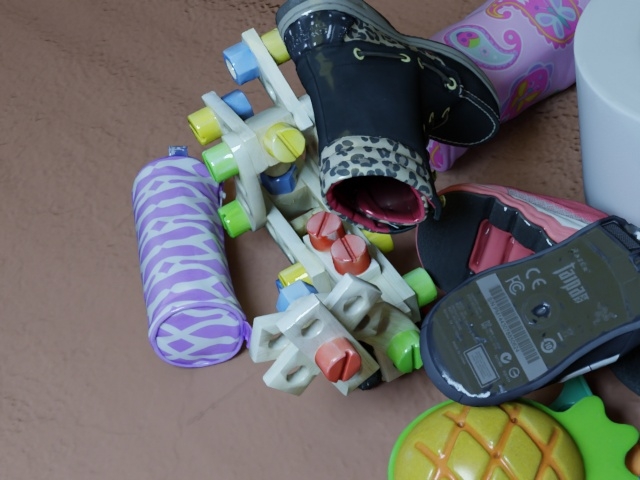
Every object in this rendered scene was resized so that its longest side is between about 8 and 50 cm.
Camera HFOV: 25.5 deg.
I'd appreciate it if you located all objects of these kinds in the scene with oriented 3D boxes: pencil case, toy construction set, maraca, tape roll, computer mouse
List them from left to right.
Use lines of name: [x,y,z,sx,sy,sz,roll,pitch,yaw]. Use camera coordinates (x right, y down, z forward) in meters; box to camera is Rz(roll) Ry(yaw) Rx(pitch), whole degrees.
pencil case: [-0.115,0.015,1.237,0.088,0.086,0.206,3,45,-15]
toy construction set: [0.000,0.000,1.125,0.151,0.215,0.327,-17,45,-1]
pencil case: [0.177,-0.178,1.319,0.284,0.124,0.124,-34,48,-16]
maraca: [0.141,0.168,1.011,0.186,0.099,0.127,-5,66,-2]
computer mouse: [0.214,0.069,0.999,0.262,0.060,0.184,-32,67,0]
tape roll: [0.337,-0.108,1.175,0.246,0.169,0.246,-8,45,8]

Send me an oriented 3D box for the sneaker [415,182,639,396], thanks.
sneaker: [0.237,0.025,1.116,0.314,0.116,0.136,28,27,21]

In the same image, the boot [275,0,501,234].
boot: [0.067,-0.076,1.086,0.085,0.236,0.178,-33,51,31]

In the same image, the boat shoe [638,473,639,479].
boat shoe: [0.385,0.162,0.883,0.367,0.135,0.156,-4,5,12]

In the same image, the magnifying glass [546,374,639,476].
magnifying glass: [0.197,0.141,1.074,0.092,0.026,0.231,-37,50,-21]
